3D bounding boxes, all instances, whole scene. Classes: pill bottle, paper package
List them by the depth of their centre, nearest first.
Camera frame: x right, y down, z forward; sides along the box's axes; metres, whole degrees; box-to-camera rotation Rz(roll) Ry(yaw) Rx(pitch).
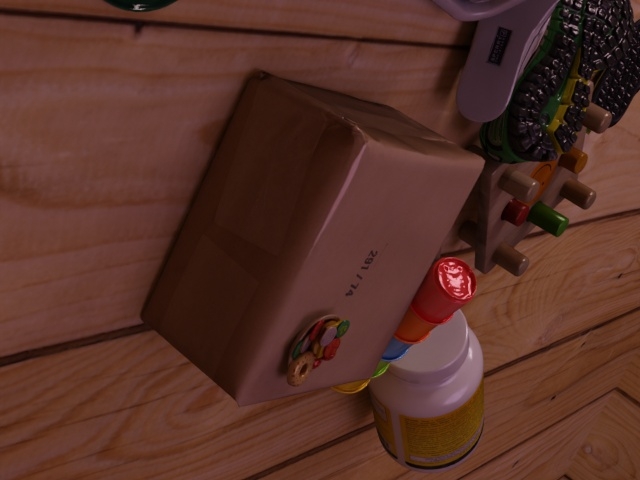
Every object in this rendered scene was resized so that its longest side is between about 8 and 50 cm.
[{"bbox_3d":[0.000,0.000,1.170,0.309,0.168,0.325,2,119,-56],"label":"paper package"},{"bbox_3d":[0.170,0.228,1.647,0.188,0.188,0.334,-43,150,-20],"label":"pill bottle"}]

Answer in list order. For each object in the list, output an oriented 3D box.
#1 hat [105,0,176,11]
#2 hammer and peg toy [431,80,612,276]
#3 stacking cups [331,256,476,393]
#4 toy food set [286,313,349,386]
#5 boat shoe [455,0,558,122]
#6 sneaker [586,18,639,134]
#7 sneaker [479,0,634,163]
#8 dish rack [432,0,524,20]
[{"bbox_3d":[-0.069,-0.239,0.790,0.173,0.183,0.209,-31,144,-35],"label":"hat"},{"bbox_3d":[0.297,-0.068,1.578,0.361,0.127,0.266,-40,149,-24],"label":"hammer and peg toy"},{"bbox_3d":[0.102,0.120,1.376,0.096,0.096,0.316,-31,174,-36],"label":"stacking cups"},{"bbox_3d":[-0.005,0.114,1.089,0.083,0.020,0.083,-20,136,-45],"label":"toy food set"},{"bbox_3d":[0.251,-0.283,1.325,0.088,0.096,0.268,-58,165,-68],"label":"boat shoe"},{"bbox_3d":[0.521,-0.287,1.757,0.235,0.084,0.097,-52,175,-2],"label":"sneaker"},{"bbox_3d":[0.321,-0.257,1.443,0.134,0.146,0.344,40,71,-21],"label":"sneaker"},{"bbox_3d":[0.212,-0.362,1.089,0.285,0.072,0.332,-25,161,24],"label":"dish rack"}]
